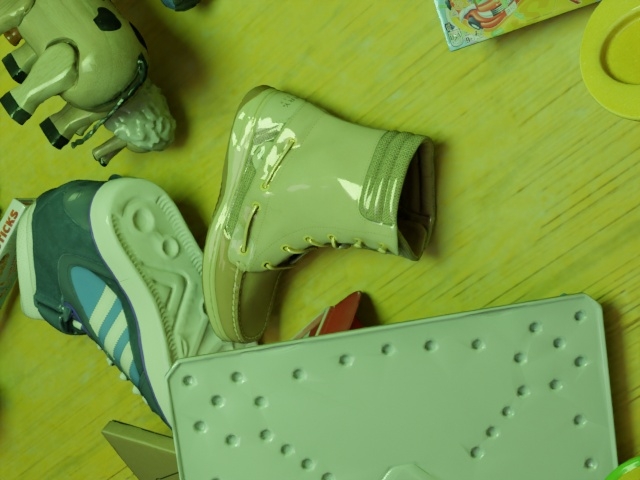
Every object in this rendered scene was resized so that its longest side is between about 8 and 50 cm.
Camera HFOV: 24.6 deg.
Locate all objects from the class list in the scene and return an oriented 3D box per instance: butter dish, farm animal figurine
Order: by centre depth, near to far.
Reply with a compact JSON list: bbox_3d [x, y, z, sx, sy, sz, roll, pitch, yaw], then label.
[{"bbox_3d":[-0.268,-0.243,1.388,0.172,0.330,0.327,-39,78,8],"label":"farm animal figurine"},{"bbox_3d":[0.008,0.154,1.426,0.118,0.160,0.160,40,122,-10],"label":"butter dish"}]

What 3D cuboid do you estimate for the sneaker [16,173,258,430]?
[{"bbox_3d":[-0.205,0.086,1.549,0.236,0.130,0.323,-10,109,48],"label":"sneaker"}]

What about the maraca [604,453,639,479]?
[{"bbox_3d":[0.316,0.261,1.287,0.127,0.099,0.186,-23,112,21],"label":"maraca"}]

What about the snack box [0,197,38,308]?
[{"bbox_3d":[-0.355,0.032,1.618,0.022,0.064,0.178,35,104,16],"label":"snack box"}]

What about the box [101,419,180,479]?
[{"bbox_3d":[-0.118,0.261,1.513,0.201,0.021,0.164,8,140,42],"label":"box"}]

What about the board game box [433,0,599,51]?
[{"bbox_3d":[0.169,-0.235,1.254,0.154,0.026,0.104,-18,94,13],"label":"board game box"}]

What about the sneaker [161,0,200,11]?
[{"bbox_3d":[-0.168,-0.328,1.439,0.087,0.083,0.221,-21,86,46],"label":"sneaker"}]

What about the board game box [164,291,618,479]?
[{"bbox_3d":[0.078,0.261,1.324,0.389,0.050,0.390,-9,100,-7],"label":"board game box"}]

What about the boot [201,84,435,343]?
[{"bbox_3d":[0.000,0.000,1.407,0.203,0.095,0.262,18,106,25],"label":"boot"}]

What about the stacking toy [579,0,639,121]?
[{"bbox_3d":[0.359,-0.235,1.155,0.308,0.130,0.280,-17,67,30],"label":"stacking toy"}]
